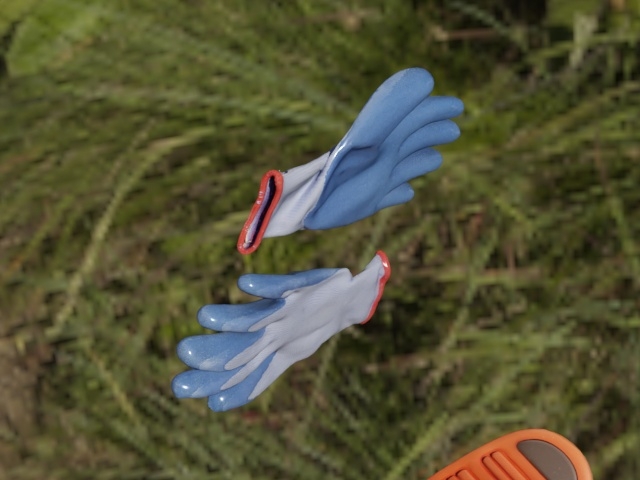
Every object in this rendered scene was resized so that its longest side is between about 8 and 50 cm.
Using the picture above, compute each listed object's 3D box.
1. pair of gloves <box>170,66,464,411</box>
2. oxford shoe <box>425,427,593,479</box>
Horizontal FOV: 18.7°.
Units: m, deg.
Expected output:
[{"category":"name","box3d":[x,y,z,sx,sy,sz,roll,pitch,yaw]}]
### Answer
[{"category":"pair of gloves","box3d":[0.000,0.000,0.979,0.023,0.198,0.159,39,37,23]},{"category":"oxford shoe","box3d":[0.072,0.209,1.102,0.098,0.271,0.097,2,41,-54]}]
